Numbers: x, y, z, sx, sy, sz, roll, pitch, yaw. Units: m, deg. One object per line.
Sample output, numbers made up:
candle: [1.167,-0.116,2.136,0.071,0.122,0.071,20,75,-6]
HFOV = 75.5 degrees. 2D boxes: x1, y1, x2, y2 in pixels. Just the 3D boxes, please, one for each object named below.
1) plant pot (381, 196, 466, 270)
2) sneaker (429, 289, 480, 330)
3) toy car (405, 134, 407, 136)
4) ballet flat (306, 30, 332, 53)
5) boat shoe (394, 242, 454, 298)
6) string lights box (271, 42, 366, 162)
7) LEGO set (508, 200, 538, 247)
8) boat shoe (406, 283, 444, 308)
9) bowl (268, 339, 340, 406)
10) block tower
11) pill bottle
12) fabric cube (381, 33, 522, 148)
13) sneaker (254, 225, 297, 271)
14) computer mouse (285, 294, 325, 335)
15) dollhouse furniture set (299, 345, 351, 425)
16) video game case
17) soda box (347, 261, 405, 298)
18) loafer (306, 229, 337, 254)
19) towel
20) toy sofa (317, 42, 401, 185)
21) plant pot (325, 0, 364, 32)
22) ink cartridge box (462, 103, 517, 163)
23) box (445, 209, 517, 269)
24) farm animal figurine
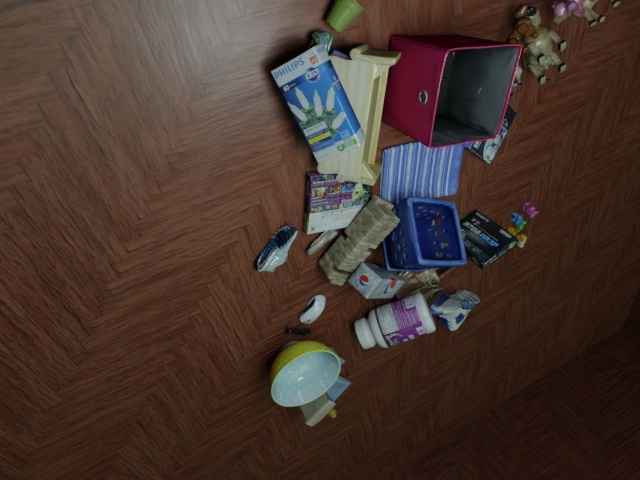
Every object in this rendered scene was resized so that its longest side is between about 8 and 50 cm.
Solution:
plant pot: [0.342,-0.007,1.462,0.236,0.212,0.235,1,75,-31]
sneaker: [0.597,0.342,1.930,0.316,0.127,0.182,0,118,-32]
toy car: [0.331,-0.369,1.357,0.122,0.040,0.060,-14,126,-21]
ballet flat: [-0.019,-0.453,1.095,0.070,0.070,0.188,-1,119,-29]
boat shoe: [0.438,0.135,1.706,0.324,0.116,0.123,-39,131,-1]
string lights box: [0.000,-0.348,1.066,0.133,0.076,0.259,-17,114,29]
LEGO set: [0.912,-0.049,1.870,0.087,0.093,0.227,-16,127,-20]
boat shoe: [0.406,0.311,1.802,0.123,0.123,0.342,32,102,-40]
bowl: [-0.083,0.488,1.617,0.290,0.156,0.289,-15,126,-21]
block tower: [0.128,0.006,1.416,0.091,0.097,0.335,16,120,-44]
pill bottle: [0.300,0.339,1.693,0.302,0.169,0.169,-23,133,13]
fabric cube: [0.352,-0.438,1.179,0.259,0.258,0.254,-13,127,-22]
sneaker: [-0.131,0.031,1.351,0.190,0.071,0.083,-48,138,17]
computer mouse: [-0.043,0.292,1.586,0.106,0.042,0.193,24,106,-38]
dollhouse furniture set: [0.068,0.669,1.800,0.286,0.198,0.303,-46,132,5]
video game case: [0.059,-0.134,1.357,0.232,0.042,0.210,-12,127,-23]
soda box: [0.215,0.152,1.534,0.091,0.098,0.286,-54,153,12]
loafer: [0.000,0.000,1.423,0.125,0.039,0.045,-38,165,2]
towel: [0.362,-0.238,1.465,0.336,0.040,0.243,-16,126,-20]
toy sofa: [0.106,-0.352,1.169,0.177,0.150,0.362,12,122,12]
plant pot: [0.054,-0.573,1.043,0.083,0.083,0.079,22,119,-38]
ink cartridge box: [0.583,-0.405,1.455,0.208,0.045,0.206,19,101,-38]
box: [0.637,-0.008,1.656,0.175,0.220,0.051,-34,136,-5]
farm animal figurine: [0.705,-0.655,1.297,0.330,0.172,0.326,-21,149,1]
